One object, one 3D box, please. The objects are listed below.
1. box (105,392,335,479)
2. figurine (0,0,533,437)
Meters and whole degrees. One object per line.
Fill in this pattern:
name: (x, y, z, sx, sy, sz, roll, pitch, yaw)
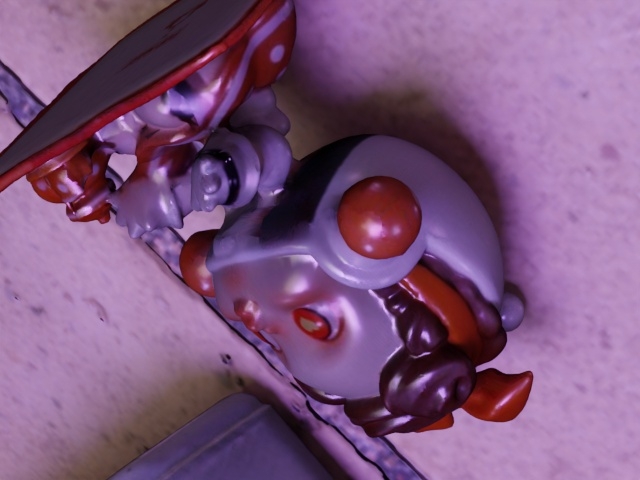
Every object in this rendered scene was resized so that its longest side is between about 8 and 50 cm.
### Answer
box: (-0.085, 0.224, 0.912, 0.182, 0.175, 0.312, 53, 131, 5)
figurine: (0.000, 0.000, 0.735, 0.183, 0.160, 0.226, -24, 111, 41)
